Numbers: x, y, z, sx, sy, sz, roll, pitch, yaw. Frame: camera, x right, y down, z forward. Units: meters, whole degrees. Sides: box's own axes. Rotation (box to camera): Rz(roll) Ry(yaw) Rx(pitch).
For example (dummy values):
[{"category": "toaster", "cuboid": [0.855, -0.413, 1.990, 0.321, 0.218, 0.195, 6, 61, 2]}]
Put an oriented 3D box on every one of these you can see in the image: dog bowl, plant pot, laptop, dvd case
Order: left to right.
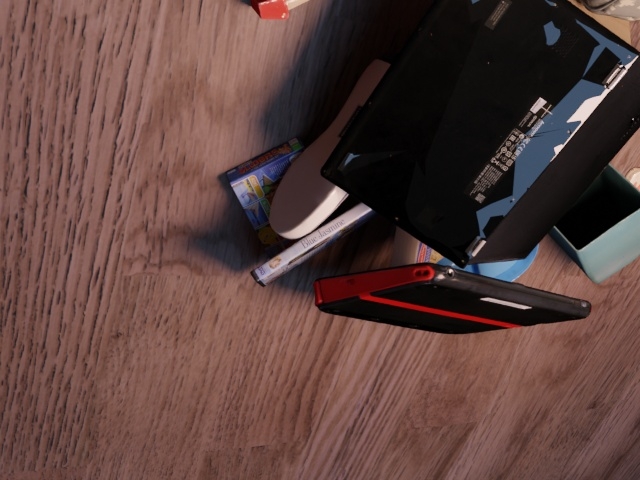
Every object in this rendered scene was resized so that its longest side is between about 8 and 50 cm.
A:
[{"category": "dvd case", "cuboid": [0.000, 0.000, 1.230, 0.253, 0.022, 0.180, -32, 175, -4]}, {"category": "dog bowl", "cuboid": [0.293, 0.044, 1.498, 0.297, 0.074, 0.166, -28, 133, -3]}, {"category": "laptop", "cuboid": [0.281, -0.171, 1.118, 0.408, 0.236, 0.382, 33, 113, -6]}, {"category": "plant pot", "cuboid": [0.564, -0.024, 1.519, 0.165, 0.166, 0.234, -35, 141, 5]}]

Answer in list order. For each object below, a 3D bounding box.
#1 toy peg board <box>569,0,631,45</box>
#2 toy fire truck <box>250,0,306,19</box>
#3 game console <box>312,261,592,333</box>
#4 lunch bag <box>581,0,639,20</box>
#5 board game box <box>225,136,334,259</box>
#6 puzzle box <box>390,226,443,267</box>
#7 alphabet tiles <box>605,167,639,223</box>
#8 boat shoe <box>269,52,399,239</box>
[{"category": "toy peg board", "cuboid": [0.411, -0.380, 1.184, 0.161, 0.161, 0.079, 11, 163, -32]}, {"category": "toy fire truck", "cuboid": [-0.006, -0.390, 1.019, 0.192, 0.047, 0.135, -17, 132, -14]}, {"category": "game console", "cuboid": [0.215, 0.102, 1.280, 0.386, 0.060, 0.342, 13, 161, -33]}, {"category": "lunch bag", "cuboid": [0.544, -0.456, 1.059, 0.256, 0.213, 0.305, 0, 165, -27]}, {"category": "board game box", "cuboid": [-0.062, -0.065, 1.266, 0.136, 0.035, 0.201, -26, 133, -4]}, {"category": "puzzle box", "cuboid": [0.241, -0.153, 1.247, 0.272, 0.052, 0.409, -32, 140, -37]}, {"category": "alphabet tiles", "cuboid": [0.772, -0.101, 1.643, 0.284, 0.021, 0.278, -3, 128, -23]}, {"category": "boat shoe", "cuboid": [0.071, -0.121, 1.195, 0.340, 0.127, 0.158, -52, 134, 3]}]
